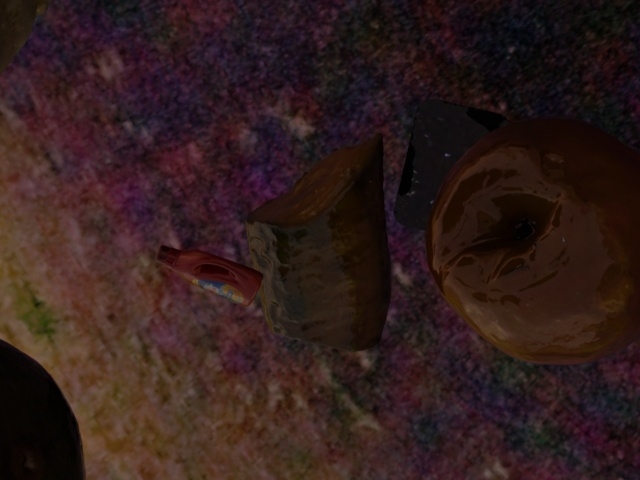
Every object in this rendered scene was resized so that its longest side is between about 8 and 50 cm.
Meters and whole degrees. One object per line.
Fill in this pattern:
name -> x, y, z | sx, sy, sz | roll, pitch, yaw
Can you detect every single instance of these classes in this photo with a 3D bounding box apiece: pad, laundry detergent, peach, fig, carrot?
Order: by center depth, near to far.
fig -> -0.259, 0.166, 0.556 | 0.245, 0.195, 0.195 | -37, 89, 25
peach -> 0.324, 0.005, 1.228 | 0.342, 0.301, 0.343 | -11, 70, 33
laundry detergent -> -0.174, 0.047, 1.387 | 0.165, 0.049, 0.097 | 22, 147, -7
carrot -> 0.000, 0.000, 1.507 | 0.241, 0.241, 0.341 | 12, 115, 45
pad -> 0.250, -0.134, 1.740 | 0.181, 0.004, 0.267 | 13, 115, 4

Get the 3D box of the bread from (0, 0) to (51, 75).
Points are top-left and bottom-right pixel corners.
bread -> -0.421, -0.333, 0.985 | 0.210, 0.301, 0.341 | 24, 164, -6
